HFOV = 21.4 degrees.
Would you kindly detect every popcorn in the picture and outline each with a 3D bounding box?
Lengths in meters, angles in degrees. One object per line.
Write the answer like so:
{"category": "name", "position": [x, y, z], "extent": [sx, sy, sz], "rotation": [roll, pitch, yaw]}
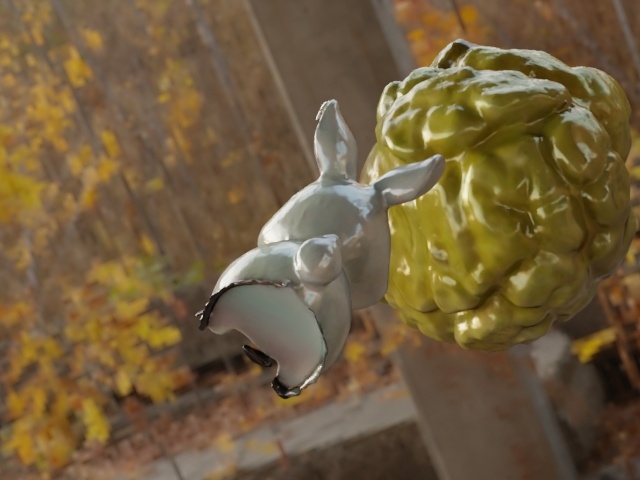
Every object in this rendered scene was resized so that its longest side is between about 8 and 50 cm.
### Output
{"category": "popcorn", "position": [0.122, -0.032, 1.101], "extent": [0.203, 0.226, 0.200], "rotation": [-39, 59, -23]}

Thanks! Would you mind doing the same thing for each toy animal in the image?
{"category": "toy animal", "position": [-0.001, 0.005, 0.800], "extent": [0.071, 0.085, 0.124], "rotation": [25, 42, 12]}
